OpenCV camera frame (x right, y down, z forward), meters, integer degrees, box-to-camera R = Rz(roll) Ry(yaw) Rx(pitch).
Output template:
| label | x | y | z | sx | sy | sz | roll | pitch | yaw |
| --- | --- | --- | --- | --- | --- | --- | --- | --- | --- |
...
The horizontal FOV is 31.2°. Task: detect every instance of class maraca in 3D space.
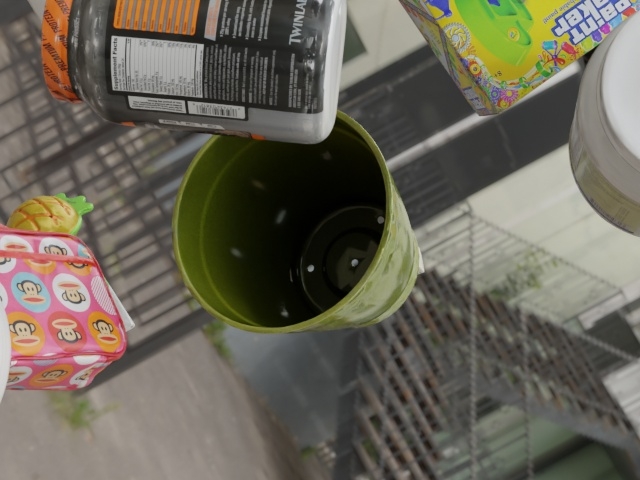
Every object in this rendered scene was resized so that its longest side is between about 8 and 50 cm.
| label | x | y | z | sx | sy | sz | roll | pitch | yaw |
| --- | --- | --- | --- | --- | --- | --- | --- | --- | --- |
| maraca | -0.470 | -0.033 | 1.978 | 0.186 | 0.127 | 0.099 | -61 | 158 | -55 |

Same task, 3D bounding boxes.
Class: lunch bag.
| label | x | y | z | sx | sy | sz | roll | pitch | yaw |
| --- | --- | --- | --- | --- | --- | --- | --- | --- | --- |
| lunch bag | -0.434 | 0.081 | 1.624 | 0.293 | 0.120 | 0.258 | 6 | 52 | -53 |

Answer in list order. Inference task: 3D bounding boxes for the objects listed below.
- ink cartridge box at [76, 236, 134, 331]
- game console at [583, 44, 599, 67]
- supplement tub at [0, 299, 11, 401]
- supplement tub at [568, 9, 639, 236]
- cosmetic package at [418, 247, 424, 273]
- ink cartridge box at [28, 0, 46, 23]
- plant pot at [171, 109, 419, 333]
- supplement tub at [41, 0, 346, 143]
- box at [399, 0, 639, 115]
| label | x | y | z | sx | sy | sz | roll | pitch | yaw |
| --- | --- | --- | --- | --- | --- | --- | --- | --- | --- |
| ink cartridge box | -0.475 | 0.078 | 2.154 | 0.198 | 0.115 | 0.273 | 61 | -14 | -23 |
| game console | 0.459 | -0.434 | 1.743 | 0.044 | 0.213 | 0.361 | 32 | -17 | 34 |
| supplement tub | -0.445 | 0.090 | 0.987 | 0.228 | 0.228 | 0.316 | 62 | 13 | 20 |
| supplement tub | 0.403 | -0.132 | 1.282 | 0.235 | 0.235 | 0.325 | 62 | 5 | 11 |
| cosmetic package | 0.165 | 0.023 | 2.278 | 0.115 | 0.041 | 0.060 | 43 | 33 | -57 |
| ink cartridge box | -0.457 | -0.533 | 1.955 | 0.211 | 0.121 | 0.289 | -78 | 150 | -47 |
| plant pot | 0.000 | 0.000 | 1.892 | 0.366 | 0.366 | 0.353 | 62 | 13 | 23 |
| supplement tub | -0.145 | -0.232 | 1.372 | 0.207 | 0.338 | 0.207 | 7 | 90 | -85 |
| box | 0.255 | -0.355 | 1.465 | 0.279 | 0.290 | 0.177 | 54 | 2 | -5 |
